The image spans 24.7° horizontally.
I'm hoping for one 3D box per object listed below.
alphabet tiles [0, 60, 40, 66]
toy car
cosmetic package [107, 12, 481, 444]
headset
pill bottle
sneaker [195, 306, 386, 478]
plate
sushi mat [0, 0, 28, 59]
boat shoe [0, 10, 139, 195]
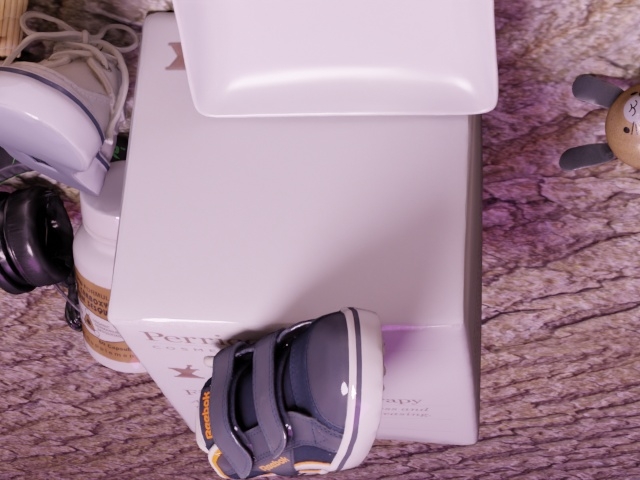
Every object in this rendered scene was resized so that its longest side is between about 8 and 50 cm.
[{"bbox_3d":[-0.407,-0.164,1.477,0.237,0.009,0.198,-4,170,-41],"label":"alphabet tiles"},{"bbox_3d":[0.320,-0.117,1.410,0.188,0.155,0.149,4,162,36],"label":"toy car"},{"bbox_3d":[0.000,0.000,1.499,0.329,0.327,0.394,1,157,9],"label":"cosmetic package"},{"bbox_3d":[-0.304,-0.019,1.822,0.243,0.185,0.394,2,144,-6],"label":"headset"},{"bbox_3d":[-0.213,0.029,1.661,0.131,0.131,0.229,3,131,2],"label":"pill bottle"},{"bbox_3d":[-0.035,0.142,1.254,0.127,0.126,0.321,4,158,-12],"label":"sneaker"},{"bbox_3d":[0.010,-0.218,1.236,0.277,0.045,0.278,-1,138,7],"label":"plate"},{"bbox_3d":[-0.340,-0.230,1.334,0.151,0.019,0.316,-8,165,-18],"label":"sushi mat"},{"bbox_3d":[-0.237,-0.147,1.412,0.136,0.156,0.367,23,173,3],"label":"boat shoe"}]
